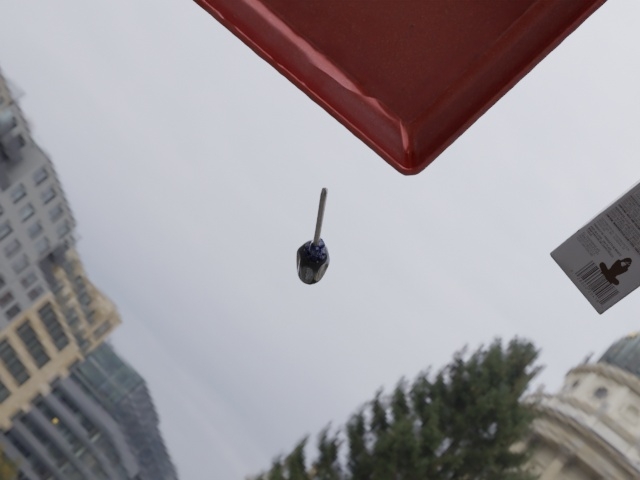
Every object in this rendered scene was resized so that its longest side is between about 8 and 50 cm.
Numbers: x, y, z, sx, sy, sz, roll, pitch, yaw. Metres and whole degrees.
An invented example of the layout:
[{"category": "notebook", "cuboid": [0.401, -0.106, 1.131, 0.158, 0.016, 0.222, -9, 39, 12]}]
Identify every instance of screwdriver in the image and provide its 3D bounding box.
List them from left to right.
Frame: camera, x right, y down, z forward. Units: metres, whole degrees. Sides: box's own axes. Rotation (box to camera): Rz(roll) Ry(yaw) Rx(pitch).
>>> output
[{"category": "screwdriver", "cuboid": [0.000, 0.000, 0.665, 0.025, 0.024, 0.170, 50, -14, 7]}]

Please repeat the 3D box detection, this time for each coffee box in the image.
[{"category": "coffee box", "cuboid": [0.406, -0.034, 1.212, 0.246, 0.141, 0.098, -42, -99, 27]}]

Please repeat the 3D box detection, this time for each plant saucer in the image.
[{"category": "plant saucer", "cuboid": [0.061, -0.210, 0.717, 0.258, 0.259, 0.048, 38, 25, -21]}]
